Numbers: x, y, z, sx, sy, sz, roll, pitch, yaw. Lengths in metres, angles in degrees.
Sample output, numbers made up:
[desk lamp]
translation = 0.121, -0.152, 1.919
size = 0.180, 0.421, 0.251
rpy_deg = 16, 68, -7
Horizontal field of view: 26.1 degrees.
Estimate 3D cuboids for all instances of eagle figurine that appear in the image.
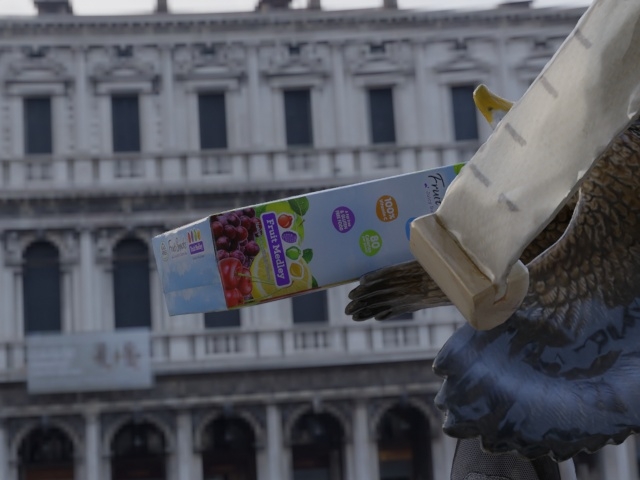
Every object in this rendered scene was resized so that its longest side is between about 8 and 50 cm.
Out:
[eagle figurine]
translation = 0.172, -0.013, 0.881
size = 0.225, 0.298, 0.226
rpy_deg = 32, 5, 20

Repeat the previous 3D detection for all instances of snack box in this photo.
[snack box]
translation = 0.000, 0.000, 0.996
size = 0.207, 0.070, 0.174
rpy_deg = -11, 0, -21

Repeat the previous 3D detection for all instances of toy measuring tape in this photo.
[toy measuring tape]
translation = 0.150, -0.103, 0.367
size = 0.121, 0.121, 0.330
rpy_deg = 6, -52, -42

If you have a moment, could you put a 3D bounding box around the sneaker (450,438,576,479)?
[sneaker]
translation = 0.123, 0.251, 1.063
size = 0.101, 0.269, 0.153
rpy_deg = 9, 21, 31
